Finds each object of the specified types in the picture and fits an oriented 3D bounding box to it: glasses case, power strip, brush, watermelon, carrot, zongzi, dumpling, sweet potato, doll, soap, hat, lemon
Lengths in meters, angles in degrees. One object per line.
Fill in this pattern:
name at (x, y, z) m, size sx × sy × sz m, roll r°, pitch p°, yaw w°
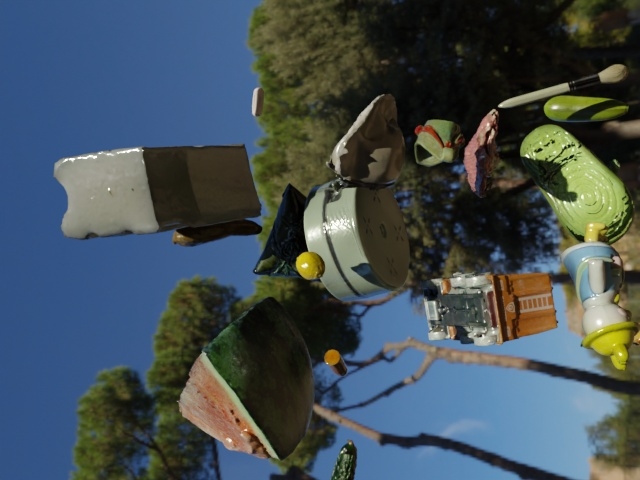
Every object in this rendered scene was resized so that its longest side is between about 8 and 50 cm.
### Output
glasses case at (-0.182, -0.403, 2.067) m, size 0.032 × 0.021 × 0.083 m, roll -14°, pitch -63°, yaw -44°
power strip at (0.097, -0.020, 1.916) m, size 0.357 × 0.161 × 0.357 m, roll 36°, pitch -133°, yaw -51°
brush at (0.564, -0.357, 1.658) m, size 0.039 × 0.299 × 0.042 m, roll -90°, pitch -17°, yaw -48°
watermelon at (-0.131, 0.270, 1.392) m, size 0.250 × 0.293 × 0.283 m, roll -27°, pitch -82°, yaw -32°
carrot at (0.050, 0.357, 2.011) m, size 0.139 × 0.048 × 0.048 m, roll 63°, pitch -146°, yaw -54°
zongzi at (0.000, 0.000, 2.331) m, size 0.384 × 0.319 × 0.362 m, roll 26°, pitch -159°, yaw -11°
dumpling at (0.131, -0.212, 1.649) m, size 0.163 × 0.204 × 0.293 m, roll 53°, pitch -156°, yaw 12°
sweet potato at (-0.303, -0.030, 2.111) m, size 0.273 × 0.075 × 0.075 m, roll -9°, pitch -86°, yaw -18°
doll at (0.457, 0.091, 1.160) m, size 0.135 × 0.099 × 0.241 m, roll 118°, pitch 151°, yaw -57°
soap at (-0.404, -0.130, 1.822) m, size 0.435 × 0.350 × 0.212 m, roll -19°, pitch -75°, yaw -67°
hat at (0.464, -0.240, 2.020) m, size 0.286 × 0.107 × 0.236 m, roll -49°, pitch -31°, yaw -85°
lemon at (-0.025, 0.058, 1.658) m, size 0.065 × 0.092 × 0.065 m, roll -20°, pitch -53°, yaw -30°

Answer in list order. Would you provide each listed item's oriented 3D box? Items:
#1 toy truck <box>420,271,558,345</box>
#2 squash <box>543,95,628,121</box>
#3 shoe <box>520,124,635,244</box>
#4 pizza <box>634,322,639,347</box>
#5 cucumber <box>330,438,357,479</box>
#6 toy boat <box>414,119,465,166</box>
toy truck at (0.407, 0.160, 1.763) m, size 0.207 × 0.387 × 0.173 m, roll -7°, pitch -93°, yaw -16°
squash at (0.666, -0.332, 1.785) m, size 0.066 × 0.201 × 0.066 m, roll -17°, pitch -71°, yaw -63°
shoe at (0.495, -0.113, 1.356) m, size 0.262 × 0.140 × 0.128 m, roll 53°, pitch -153°, yaw 15°
pizza at (0.864, 0.238, 1.752) m, size 0.161 × 0.305 × 0.085 m, roll 4°, pitch -103°, yaw -25°
cucumber at (0.043, 0.617, 1.717) m, size 0.067 × 0.068 × 0.293 m, roll 5°, pitch -82°, yaw -60°
toy boat at (0.201, -0.165, 1.216) m, size 0.185 × 0.089 × 0.071 m, roll -143°, pitch 67°, yaw -85°
